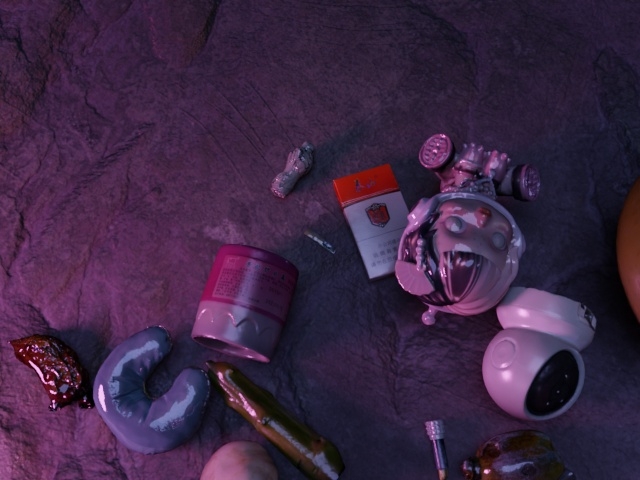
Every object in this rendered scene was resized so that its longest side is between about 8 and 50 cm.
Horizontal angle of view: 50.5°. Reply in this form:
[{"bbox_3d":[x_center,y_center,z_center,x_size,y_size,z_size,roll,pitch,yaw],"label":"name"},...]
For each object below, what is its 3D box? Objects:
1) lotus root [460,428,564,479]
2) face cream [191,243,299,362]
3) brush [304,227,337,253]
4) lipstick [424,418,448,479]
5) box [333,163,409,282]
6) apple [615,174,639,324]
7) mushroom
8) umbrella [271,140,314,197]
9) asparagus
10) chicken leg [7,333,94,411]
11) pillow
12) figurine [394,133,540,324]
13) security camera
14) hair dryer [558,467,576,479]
[{"bbox_3d":[0.362,0.421,1.288,0.192,0.088,0.113,-10,46,-3],"label":"lotus root"},{"bbox_3d":[-0.149,0.127,1.355,0.175,0.175,0.195,13,70,6],"label":"face cream"},{"bbox_3d":[0.000,0.000,1.485,0.083,0.013,0.016,35,76,14],"label":"brush"},{"bbox_3d":[0.232,0.409,1.323,0.037,0.037,0.116,-9,74,-2],"label":"lipstick"},{"bbox_3d":[0.129,-0.041,1.486,0.139,0.035,0.245,-16,71,-5],"label":"box"},{"bbox_3d":[0.774,0.014,1.249,0.474,0.473,0.473,0,70,1],"label":"apple"},{"bbox_3d":[-0.149,0.452,1.273,0.154,0.122,0.154,-19,31,12],"label":"mushroom"},{"bbox_3d":[-0.060,-0.160,1.518,0.062,0.067,0.143,25,77,40],"label":"umbrella"},{"bbox_3d":[-0.095,0.350,1.325,0.343,0.085,0.082,35,86,18],"label":"asparagus"},{"bbox_3d":[-0.537,0.261,1.373,0.105,0.063,0.234,-37,72,-16],"label":"chicken leg"},{"bbox_3d":[-0.332,0.300,1.335,0.233,0.086,0.214,42,85,15],"label":"pillow"},{"bbox_3d":[0.295,-0.016,1.364,0.253,0.211,0.361,12,63,8],"label":"figurine"},{"bbox_3d":[0.409,0.226,1.309,0.194,0.194,0.236,22,75,8],"label":"security camera"},{"bbox_3d":[0.410,0.590,1.228,0.301,0.121,0.361,28,67,1],"label":"hair dryer"}]
